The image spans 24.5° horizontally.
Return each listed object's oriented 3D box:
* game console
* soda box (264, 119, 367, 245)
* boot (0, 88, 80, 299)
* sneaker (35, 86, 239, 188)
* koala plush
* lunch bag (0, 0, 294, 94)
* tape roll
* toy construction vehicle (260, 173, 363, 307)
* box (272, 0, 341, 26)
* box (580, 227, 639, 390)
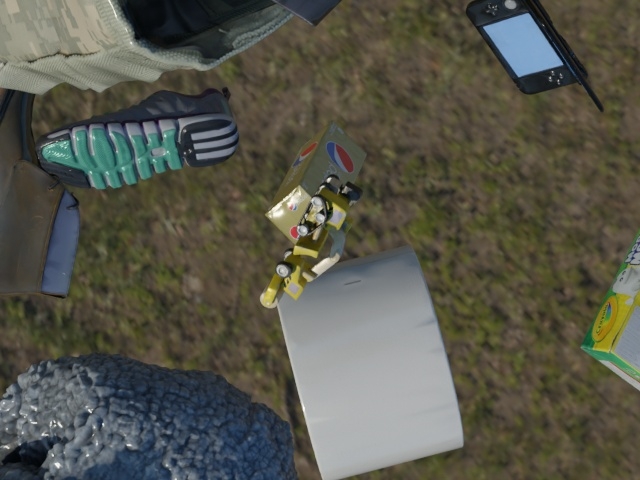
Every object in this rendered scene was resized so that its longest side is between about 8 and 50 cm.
[{"bbox_3d":[0.200,-0.171,1.378,0.122,0.107,0.071,50,47,-31],"label":"game console"},{"bbox_3d":[-0.003,-0.064,1.655,0.061,0.181,0.058,44,118,-11],"label":"soda box"},{"bbox_3d":[-0.236,-0.054,1.208,0.106,0.082,0.219,15,101,-16],"label":"boot"},{"bbox_3d":[-0.203,-0.119,1.625,0.224,0.098,0.083,-6,131,-3],"label":"sneaker"},{"bbox_3d":[-0.107,0.176,0.612,0.196,0.221,0.203,39,123,-14],"label":"koala plush"},{"bbox_3d":[-0.064,-0.200,0.657,0.169,0.235,0.287,16,88,-28],"label":"lunch bag"},{"bbox_3d":[0.055,0.141,1.696,0.169,0.246,0.246,-14,122,-1],"label":"tape roll"},{"bbox_3d":[0.000,0.000,0.976,0.035,0.086,0.098,29,118,1],"label":"toy construction vehicle"},{"bbox_3d":[0.015,-0.146,0.441,0.162,0.029,0.116,-43,144,19],"label":"box"},{"bbox_3d":[0.281,0.031,1.120,0.105,0.043,0.179,36,77,-22],"label":"box"}]
